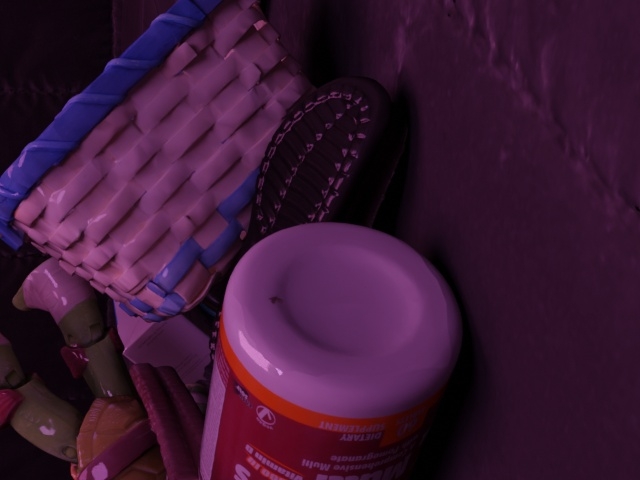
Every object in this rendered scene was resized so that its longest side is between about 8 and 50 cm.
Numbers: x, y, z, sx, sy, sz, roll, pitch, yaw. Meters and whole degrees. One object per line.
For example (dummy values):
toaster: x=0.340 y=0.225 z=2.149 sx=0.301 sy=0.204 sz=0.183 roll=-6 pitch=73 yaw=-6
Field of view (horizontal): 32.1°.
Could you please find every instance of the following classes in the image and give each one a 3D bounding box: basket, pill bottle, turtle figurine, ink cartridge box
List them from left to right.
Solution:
turtle figurine: x=-0.172 y=0.163 z=0.826 sx=0.266 sy=0.198 sz=0.274 roll=52 pitch=173 yaw=7
basket: x=-0.149 y=-0.096 z=0.756 sx=0.289 sy=0.255 sz=0.201 roll=48 pitch=162 yaw=-9
ink cartridge box: x=-0.094 y=0.107 z=0.981 sx=0.061 sy=0.181 sz=0.104 roll=-43 pitch=27 yaw=7
pill bottle: x=-0.004 y=0.105 z=0.616 sx=0.221 sy=0.121 sz=0.121 roll=103 pitch=160 yaw=-44

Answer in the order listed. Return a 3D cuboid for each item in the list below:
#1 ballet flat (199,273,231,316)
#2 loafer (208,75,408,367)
ballet flat: x=-0.096 y=-0.035 z=1.037 sx=0.280 sy=0.095 sz=0.096 roll=-116 pitch=43 yaw=-58
loafer: x=0.000 y=0.000 z=0.683 sx=0.080 sy=0.078 sz=0.220 roll=53 pitch=127 yaw=42
